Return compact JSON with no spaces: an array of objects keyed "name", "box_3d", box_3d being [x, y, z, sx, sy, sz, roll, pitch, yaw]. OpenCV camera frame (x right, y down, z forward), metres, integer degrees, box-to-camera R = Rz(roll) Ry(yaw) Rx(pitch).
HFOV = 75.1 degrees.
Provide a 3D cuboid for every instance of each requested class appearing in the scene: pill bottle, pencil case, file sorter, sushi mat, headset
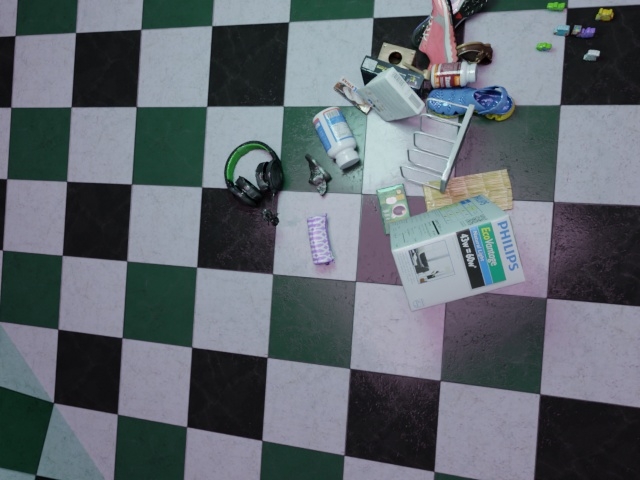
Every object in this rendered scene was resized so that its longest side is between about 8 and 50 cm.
[{"name":"pill bottle","box_3d":[0.485,-0.601,1.510,0.152,0.086,0.086,6,91,28]},{"name":"pencil case","box_3d":[0.000,0.000,1.671,0.088,0.086,0.206,-12,87,25]},{"name":"pill bottle","box_3d":[0.066,-0.399,1.640,0.124,0.124,0.222,-25,85,11]},{"name":"file sorter","box_3d":[0.421,-0.347,1.517,0.173,0.193,0.278,21,89,15]},{"name":"sushi mat","box_3d":[0.556,-0.171,1.582,0.316,0.019,0.152,-7,87,12]},{"name":"headset","box_3d":[-0.261,-0.233,1.681,0.243,0.185,0.394,-30,72,11]}]

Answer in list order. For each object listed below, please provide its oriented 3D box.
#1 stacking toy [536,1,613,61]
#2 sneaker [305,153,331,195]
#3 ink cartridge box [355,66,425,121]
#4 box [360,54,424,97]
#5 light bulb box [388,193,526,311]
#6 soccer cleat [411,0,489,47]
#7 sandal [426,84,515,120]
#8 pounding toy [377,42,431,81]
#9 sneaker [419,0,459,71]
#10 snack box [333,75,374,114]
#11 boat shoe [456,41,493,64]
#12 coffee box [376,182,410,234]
[{"name":"stacking toy","box_3d":[0.907,-0.749,1.495,0.221,0.052,0.167,16,92,14]},{"name":"sneaker","box_3d":[-0.024,-0.267,1.696,0.089,0.051,0.170,-45,84,4]},{"name":"ink cartridge box","box_3d":[0.252,-0.525,1.527,0.181,0.224,0.056,39,84,-22]},{"name":"box","box_3d":[0.271,-0.595,1.564,0.232,0.183,0.059,26,94,11]},{"name":"light bulb box","box_3d":[0.438,0.028,1.419,0.360,0.358,0.225,-17,104,13]},{"name":"soccer cleat","box_3d":[0.480,-0.856,1.573,0.318,0.108,0.116,-33,46,22]},{"name":"sandal","box_3d":[0.552,-0.519,1.527,0.317,0.138,0.126,5,93,14]},{"name":"pounding toy","box_3d":[0.322,-0.664,1.554,0.206,0.181,0.094,20,94,12]},{"name":"sneaker","box_3d":[0.418,-0.744,1.509,0.136,0.116,0.314,-7,128,23]},{"name":"snack box","box_3d":[0.138,-0.584,1.676,0.178,0.022,0.064,41,97,10]},{"name":"boat shoe","box_3d":[0.563,-0.671,1.503,0.073,0.207,0.073,1,104,51]},{"name":"coffee box","box_3d":[0.289,-0.120,1.630,0.113,0.040,0.184,-13,87,11]}]
